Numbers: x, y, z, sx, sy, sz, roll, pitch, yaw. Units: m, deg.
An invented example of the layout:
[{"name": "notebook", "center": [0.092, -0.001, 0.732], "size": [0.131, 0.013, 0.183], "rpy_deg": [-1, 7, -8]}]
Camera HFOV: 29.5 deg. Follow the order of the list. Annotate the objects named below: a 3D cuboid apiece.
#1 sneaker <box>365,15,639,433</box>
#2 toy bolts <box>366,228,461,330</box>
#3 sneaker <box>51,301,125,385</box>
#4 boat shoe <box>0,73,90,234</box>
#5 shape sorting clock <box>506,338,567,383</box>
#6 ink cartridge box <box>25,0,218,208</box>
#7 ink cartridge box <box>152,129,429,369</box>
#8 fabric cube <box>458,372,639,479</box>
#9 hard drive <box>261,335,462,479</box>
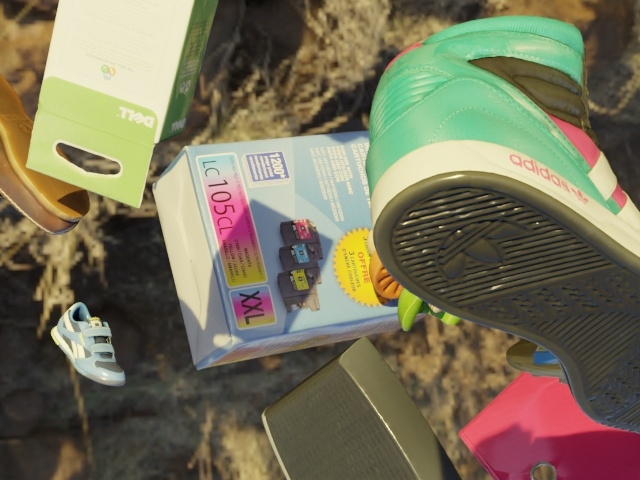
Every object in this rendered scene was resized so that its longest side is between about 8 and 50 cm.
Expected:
[{"name": "sneaker", "center": [0.128, -0.017, 0.655], "size": [0.124, 0.178, 0.295], "rpy_deg": [-33, 133, 28]}, {"name": "toy bolts", "center": [0.185, -0.011, 1.537], "size": [0.228, 0.158, 0.218], "rpy_deg": [-1, 132, -33]}, {"name": "sneaker", "center": [-0.301, 0.138, 1.603], "size": [0.053, 0.144, 0.059], "rpy_deg": [14, 112, -55]}, {"name": "boat shoe", "center": [-0.288, -0.077, 1.118], "size": [0.073, 0.207, 0.073], "rpy_deg": [-48, 156, 22]}, {"name": "shape sorting clock", "center": [0.260, 0.091, 1.019], "size": [0.206, 0.040, 0.206], "rpy_deg": [-9, -171, 1]}, {"name": "ink cartridge box", "center": [-0.157, -0.144, 0.975], "size": [0.109, 0.209, 0.062], "rpy_deg": [20, -162, 10]}, {"name": "ink cartridge box", "center": [0.000, 0.000, 1.656], "size": [0.395, 0.270, 0.151], "rpy_deg": [-8, 167, -31]}, {"name": "fabric cube", "center": [0.403, 0.275, 1.713], "size": [0.258, 0.254, 0.259], "rpy_deg": [-47, 157, 18]}, {"name": "hard drive", "center": [0.050, 0.246, 1.244], "size": [0.172, 0.255, 0.054], "rpy_deg": [-39, 166, 32]}]
